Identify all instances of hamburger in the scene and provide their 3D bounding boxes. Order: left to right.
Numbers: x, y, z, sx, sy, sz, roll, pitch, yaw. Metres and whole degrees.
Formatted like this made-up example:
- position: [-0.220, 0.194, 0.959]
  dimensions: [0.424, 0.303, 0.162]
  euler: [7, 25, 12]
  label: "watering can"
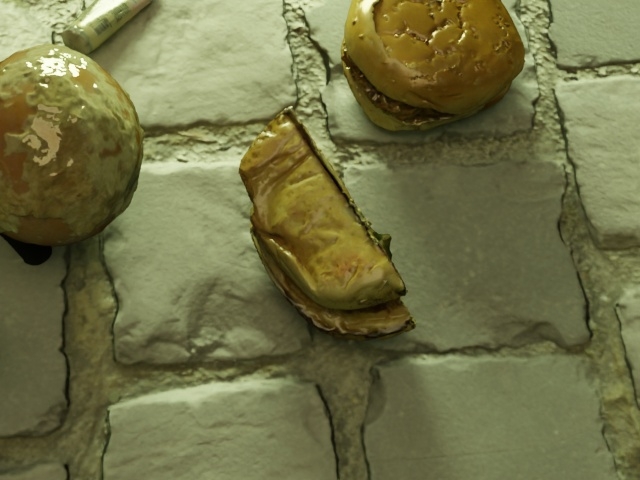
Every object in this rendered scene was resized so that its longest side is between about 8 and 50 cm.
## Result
- position: [0.000, 0.000, 1.220]
  dimensions: [0.131, 0.124, 0.262]
  euler: [-33, 66, 2]
  label: "hamburger"
- position: [0.125, -0.223, 1.335]
  dimensions: [0.214, 0.108, 0.213]
  euler: [4, 62, -7]
  label: "hamburger"

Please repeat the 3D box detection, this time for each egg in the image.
- position: [-0.280, -0.101, 1.198]
  dimensions: [0.195, 0.195, 0.233]
  euler: [-13, 47, -10]
  label: "egg"

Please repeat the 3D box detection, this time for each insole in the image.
- position: [-0.342, -0.024, 1.259]
  dimensions: [0.045, 0.002, 0.135]
  euler: [-40, 74, -18]
  label: "insole"

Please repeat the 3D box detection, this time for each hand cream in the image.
- position: [-0.251, -0.271, 1.367]
  dimensions: [0.061, 0.039, 0.143]
  euler: [29, 57, 16]
  label: "hand cream"

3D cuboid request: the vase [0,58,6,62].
- position: [-0.439, -0.155, 1.273]
  dimensions: [0.214, 0.086, 0.086]
  euler: [-14, 67, -16]
  label: "vase"
